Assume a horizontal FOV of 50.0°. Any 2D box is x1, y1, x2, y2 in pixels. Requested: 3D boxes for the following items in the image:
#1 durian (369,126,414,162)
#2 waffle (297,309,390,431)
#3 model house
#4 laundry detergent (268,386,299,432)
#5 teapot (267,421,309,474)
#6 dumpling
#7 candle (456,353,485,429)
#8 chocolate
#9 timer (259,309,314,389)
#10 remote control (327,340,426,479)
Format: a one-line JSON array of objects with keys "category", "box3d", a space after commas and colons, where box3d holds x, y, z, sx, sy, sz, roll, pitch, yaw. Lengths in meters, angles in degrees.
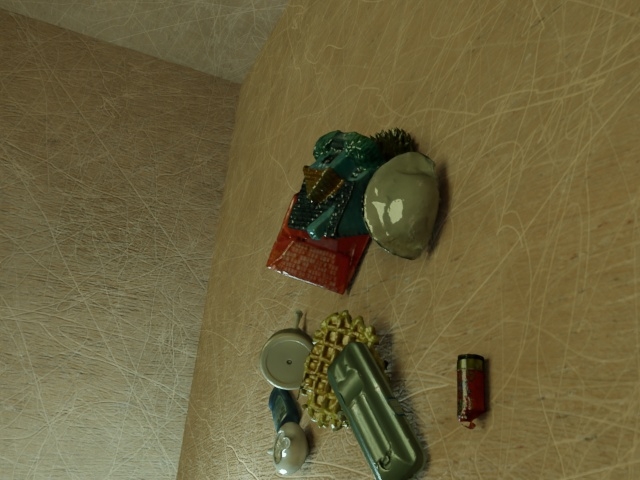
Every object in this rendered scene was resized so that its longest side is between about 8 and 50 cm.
[{"category": "durian", "box3d": [0.160, -0.188, 1.822, 0.198, 0.163, 0.394, 65, 166, -7]}, {"category": "waffle", "box3d": [0.049, 0.314, 1.651, 0.280, 0.060, 0.262, -40, 57, 31]}, {"category": "model house", "box3d": [0.019, -0.108, 1.667, 0.241, 0.226, 0.261, -40, 24, -21]}, {"category": "laundry detergent", "box3d": [-0.118, 0.513, 2.119, 0.206, 0.061, 0.097, -125, 50, -65]}, {"category": "teapot", "box3d": [-0.089, 0.591, 1.942, 0.226, 0.092, 0.145, 133, 148, -56]}, {"category": "dumpling", "box3d": [0.178, -0.081, 1.546, 0.142, 0.172, 0.247, 94, -175, -78]}, {"category": "candle", "box3d": [0.269, 0.271, 1.229, 0.052, 0.052, 0.131, 141, 138, -60]}, {"category": "chocolate", "box3d": [0.000, 0.000, 1.894, 0.108, 0.237, 0.235, -82, 12, -67]}, {"category": "timer", "box3d": [-0.087, 0.317, 2.084, 0.266, 0.175, 0.175, -88, 16, -76]}, {"category": "remote control", "box3d": [0.107, 0.370, 1.469, 0.128, 0.065, 0.335, -56, 40, 24]}]
